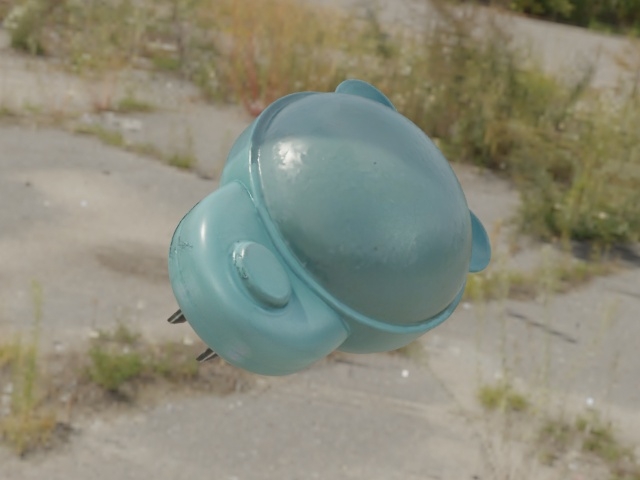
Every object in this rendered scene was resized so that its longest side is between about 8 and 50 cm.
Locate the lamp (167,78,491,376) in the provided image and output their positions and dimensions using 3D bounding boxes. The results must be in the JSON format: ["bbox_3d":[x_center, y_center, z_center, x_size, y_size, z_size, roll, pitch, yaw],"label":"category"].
[{"bbox_3d":[0.006,-0.005,0.996,0.284,0.209,0.147,-34,-5,-30],"label":"lamp"}]
